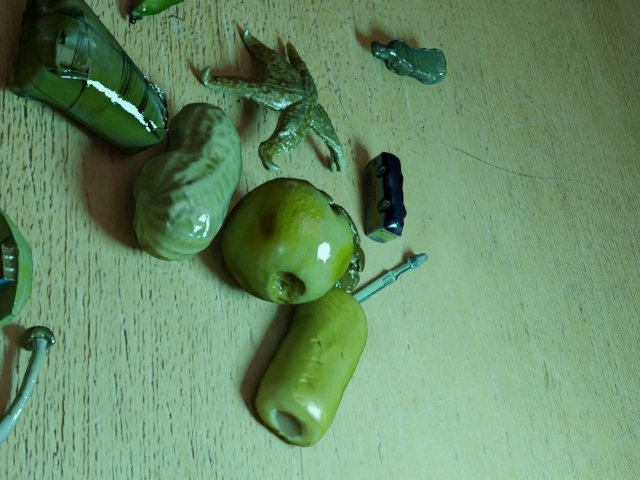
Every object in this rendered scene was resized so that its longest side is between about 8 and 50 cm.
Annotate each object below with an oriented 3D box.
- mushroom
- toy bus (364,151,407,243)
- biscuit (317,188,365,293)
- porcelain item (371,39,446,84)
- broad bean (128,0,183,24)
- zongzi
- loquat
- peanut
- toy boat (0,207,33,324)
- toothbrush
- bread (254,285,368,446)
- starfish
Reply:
[{"bbox_3d":[-0.411,0.215,1.533,0.068,0.043,0.306,34,42,-5],"label":"mushroom"},{"bbox_3d":[0.120,-0.081,2.329,0.057,0.072,0.172,25,50,-36],"label":"toy bus"},{"bbox_3d":[0.000,0.000,2.159,0.226,0.042,0.226,30,44,-35],"label":"biscuit"},{"bbox_3d":[0.179,-0.382,2.607,0.215,0.069,0.081,4,75,-49],"label":"porcelain item"},{"bbox_3d":[-0.273,-0.427,2.122,0.070,0.048,0.214,52,37,-16],"label":"broad bean"},{"bbox_3d":[-0.345,-0.296,1.894,0.260,0.123,0.289,31,41,-39],"label":"zongzi"},{"bbox_3d":[-0.047,-0.003,1.968,0.213,0.213,0.213,29,46,-35],"label":"loquat"},{"bbox_3d":[-0.203,-0.095,1.906,0.153,0.140,0.325,26,44,-16],"label":"peanut"},{"bbox_3d":[-0.420,0.030,1.620,0.066,0.065,0.172,25,43,-51],"label":"toy boat"},{"bbox_3d":[0.118,0.075,2.262,0.294,0.028,0.026,-29,88,-49],"label":"toothbrush"},{"bbox_3d":[-0.003,0.195,1.985,0.142,0.091,0.305,43,39,-14],"label":"bread"},{"bbox_3d":[-0.056,-0.240,2.215,0.327,0.094,0.375,45,34,-16],"label":"starfish"}]
